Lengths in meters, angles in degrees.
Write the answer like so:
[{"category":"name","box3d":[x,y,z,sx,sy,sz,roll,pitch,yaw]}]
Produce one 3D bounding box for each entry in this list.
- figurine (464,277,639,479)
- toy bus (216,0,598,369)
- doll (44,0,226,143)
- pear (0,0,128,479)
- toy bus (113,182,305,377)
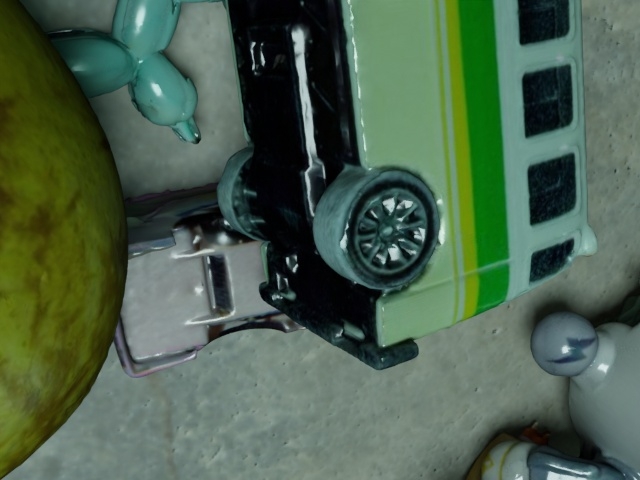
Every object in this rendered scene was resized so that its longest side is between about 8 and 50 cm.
[{"category":"figurine","box3d":[0.238,0.175,0.664,0.382,0.186,0.261,-45,124,-6]},{"category":"toy bus","box3d":[0.037,-0.101,0.404,0.165,0.134,0.276,-14,108,-26]},{"category":"doll","box3d":[-0.079,-0.137,0.490,0.159,0.059,0.159,17,100,-24]},{"category":"pear","box3d":[-0.219,-0.014,0.358,0.284,0.283,0.283,-7,111,-19]},{"category":"toy bus","box3d":[0.000,-0.001,0.540,0.274,0.112,0.090,-13,114,-17]}]
